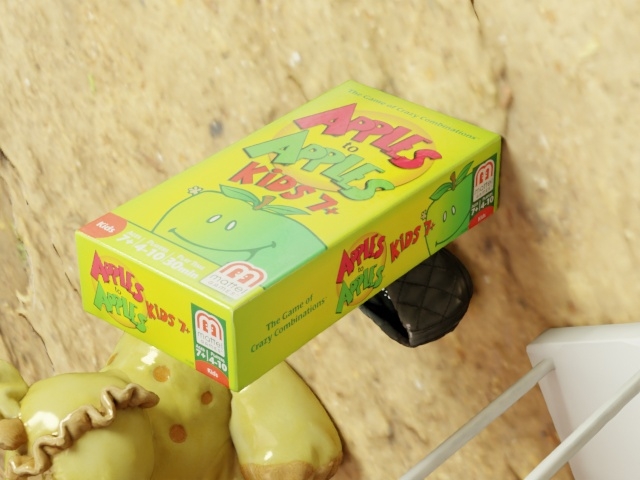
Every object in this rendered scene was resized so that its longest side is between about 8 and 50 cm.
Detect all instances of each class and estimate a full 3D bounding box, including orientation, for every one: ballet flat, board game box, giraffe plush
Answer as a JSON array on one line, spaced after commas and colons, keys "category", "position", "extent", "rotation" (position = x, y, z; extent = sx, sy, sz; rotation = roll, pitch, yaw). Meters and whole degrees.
[{"category": "ballet flat", "position": [0.000, 0.000, 0.788], "extent": [0.173, 0.049, 0.057], "rotation": [27, 131, 32]}, {"category": "board game box", "position": [-0.010, -0.009, 0.688], "extent": [0.092, 0.181, 0.043], "rotation": [24, 130, 34]}, {"category": "giraffe plush", "position": [-0.105, 0.114, 0.874], "extent": [0.181, 0.170, 0.210], "rotation": [28, 132, 31]}]

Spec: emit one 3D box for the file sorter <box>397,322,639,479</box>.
[{"category": "file sorter", "position": [0.182, 0.151, 0.608], "extent": [0.278, 0.173, 0.192], "rotation": [-8, 109, 47]}]
